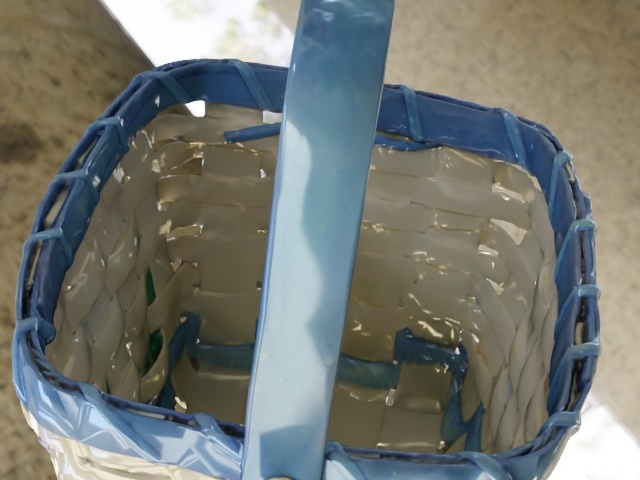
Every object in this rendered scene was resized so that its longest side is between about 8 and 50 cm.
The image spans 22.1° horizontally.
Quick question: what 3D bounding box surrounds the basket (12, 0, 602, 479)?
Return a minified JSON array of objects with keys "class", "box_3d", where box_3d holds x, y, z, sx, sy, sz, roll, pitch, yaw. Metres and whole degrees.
[{"class":"basket","box_3d":[0.000,0.000,0.575,0.201,0.254,0.289,12,-58,0]}]
